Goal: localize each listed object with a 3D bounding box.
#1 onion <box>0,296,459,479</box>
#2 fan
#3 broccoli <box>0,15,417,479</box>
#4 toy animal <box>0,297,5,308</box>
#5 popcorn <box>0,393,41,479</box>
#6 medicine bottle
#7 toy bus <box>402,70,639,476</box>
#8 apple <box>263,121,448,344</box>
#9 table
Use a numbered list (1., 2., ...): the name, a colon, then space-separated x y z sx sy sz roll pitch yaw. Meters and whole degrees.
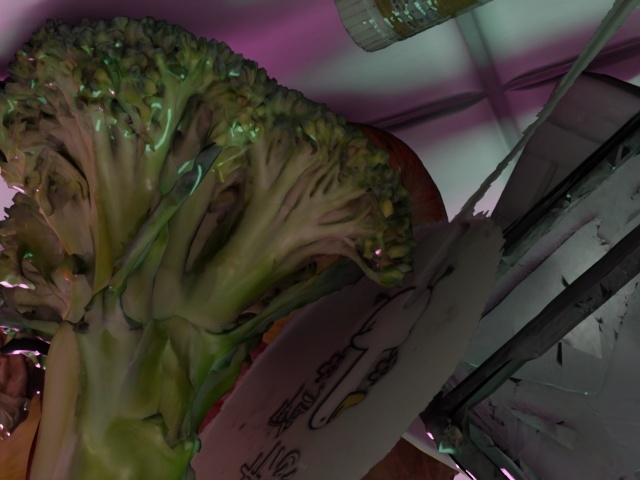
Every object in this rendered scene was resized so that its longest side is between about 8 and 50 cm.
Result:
1. onion: -0.051 0.161 1.352 0.354 0.353 0.353 -14 165 -4
2. fan: 0.060 0.011 1.006 0.414 0.012 0.233 -50 -161 -13
3. broccoli: -0.082 0.053 0.916 0.221 0.361 0.252 29 115 -24
4. toy animal: -0.208 0.030 1.284 0.050 0.028 0.084 -29 161 17
5. popcorn: -0.170 0.229 1.622 0.235 0.250 0.242 2 158 -26
6. medicine bottle: 0.051 -0.126 0.939 0.083 0.047 0.047 -23 163 25
7. toy bus: 0.142 0.023 1.213 0.092 0.268 0.106 29 -177 41
8. apple: 0.000 0.000 1.170 0.131 0.146 0.146 -20 164 28
9. table: 0.235 0.038 1.004 0.335 0.222 0.272 -42 -173 2
